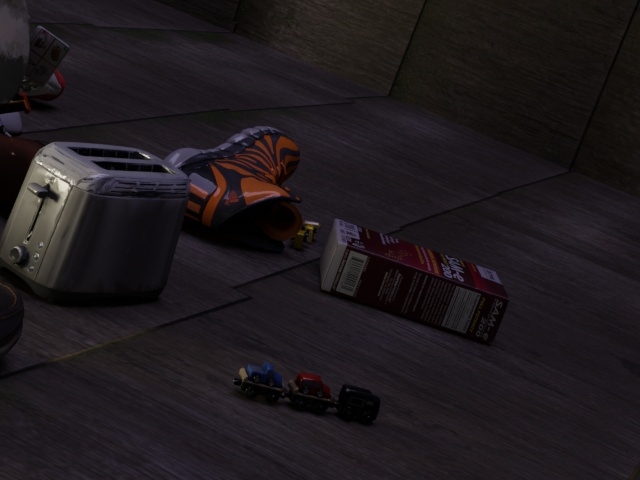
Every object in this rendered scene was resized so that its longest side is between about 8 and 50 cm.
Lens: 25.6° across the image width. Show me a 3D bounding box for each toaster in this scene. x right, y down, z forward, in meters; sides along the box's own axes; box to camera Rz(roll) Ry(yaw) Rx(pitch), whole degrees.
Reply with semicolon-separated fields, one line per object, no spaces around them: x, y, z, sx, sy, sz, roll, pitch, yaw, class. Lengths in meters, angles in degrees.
-0.235;-0.020;1.541;0.129;0.146;0.227;31;18;35;toaster

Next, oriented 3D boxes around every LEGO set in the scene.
-0.463;-0.231;1.897;0.182;0.244;0.060;34;30;-11;LEGO set

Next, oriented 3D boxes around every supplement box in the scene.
0.122;0.053;1.885;0.239;0.073;0.130;19;14;-7;supplement box

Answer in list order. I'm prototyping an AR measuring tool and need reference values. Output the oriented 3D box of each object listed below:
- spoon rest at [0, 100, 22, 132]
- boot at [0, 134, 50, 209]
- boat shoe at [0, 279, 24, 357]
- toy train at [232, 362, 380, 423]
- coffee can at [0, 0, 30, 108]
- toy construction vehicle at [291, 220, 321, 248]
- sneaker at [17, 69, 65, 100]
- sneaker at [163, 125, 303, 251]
-0.545;-0.209;2.007;0.276;0.084;0.137;24;8;-45;spoon rest
-0.468;-0.100;1.636;0.280;0.096;0.264;3;22;-46;boot
-0.400;0.032;1.165;0.355;0.130;0.132;7;19;-41;boat shoe
-0.012;0.152;1.419;0.158;0.036;0.027;14;15;-19;toy train
-0.530;-0.257;1.744;0.275;0.202;0.201;2;8;22;coffee can
0.000;0.000;2.014;0.085;0.035;0.098;9;12;2;toy construction vehicle
-0.538;-0.292;2.303;0.279;0.107;0.118;29;-2;21;sneaker
-0.084;-0.061;1.989;0.180;0.125;0.321;30;28;22;sneaker
